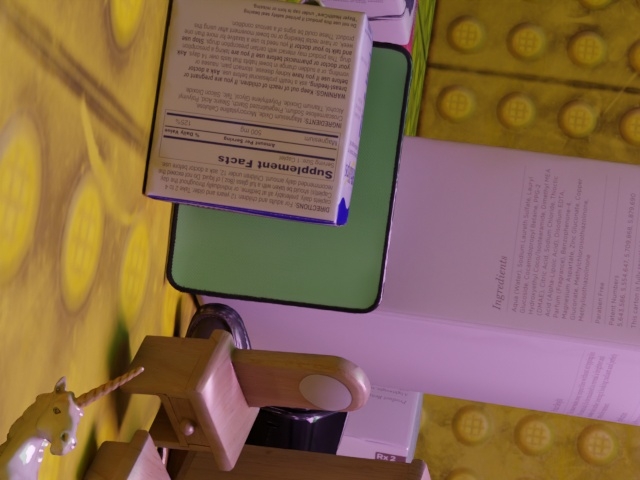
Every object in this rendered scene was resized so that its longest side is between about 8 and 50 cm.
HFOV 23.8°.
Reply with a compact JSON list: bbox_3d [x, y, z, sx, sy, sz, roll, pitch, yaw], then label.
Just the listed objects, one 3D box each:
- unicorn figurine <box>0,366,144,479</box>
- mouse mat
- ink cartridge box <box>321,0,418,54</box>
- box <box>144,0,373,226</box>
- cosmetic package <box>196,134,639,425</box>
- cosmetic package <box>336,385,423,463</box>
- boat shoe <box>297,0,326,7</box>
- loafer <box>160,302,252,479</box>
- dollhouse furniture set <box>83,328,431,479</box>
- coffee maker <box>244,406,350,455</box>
[{"bbox_3d":[-0.145,0.139,0.702,0.111,0.060,0.162,-71,-177,-58],"label":"unicorn figurine"},{"bbox_3d":[-0.022,-0.049,1.042,0.007,0.152,0.190,-86,-177,-81],"label":"mouse mat"},{"bbox_3d":[0.051,-0.302,1.534,0.237,0.100,0.172,61,37,-78],"label":"ink cartridge box"},{"bbox_3d":[-0.038,-0.084,0.986,0.072,0.126,0.137,14,84,-84],"label":"box"},{"bbox_3d":[0.104,0.029,1.205,0.217,0.385,0.156,86,15,-69],"label":"cosmetic package"},{"bbox_3d":[0.043,0.228,1.857,0.184,0.151,0.151,-72,168,-49],"label":"cosmetic package"},{"bbox_3d":[-0.016,-0.114,1.376,0.076,0.083,0.226,53,32,-64],"label":"boat shoe"},{"bbox_3d":[-0.086,0.131,1.112,0.061,0.062,0.170,-36,132,-74],"label":"loafer"},{"bbox_3d":[-0.055,0.284,0.915,0.355,0.174,0.303,-66,149,-42],"label":"dollhouse furniture set"},{"bbox_3d":[-0.041,0.217,1.319,0.171,0.120,0.178,-48,145,-76],"label":"coffee maker"}]
